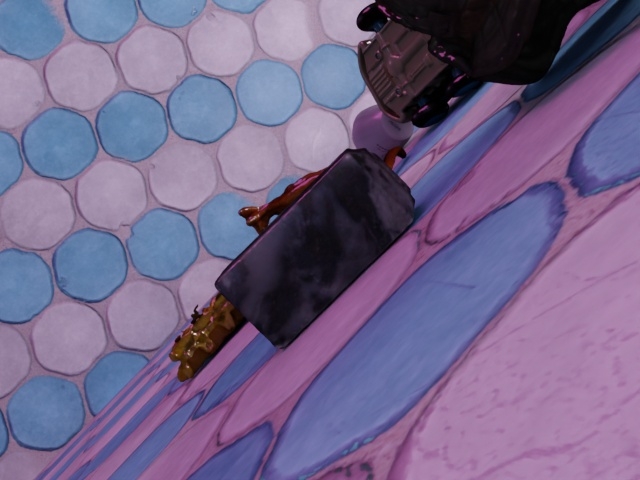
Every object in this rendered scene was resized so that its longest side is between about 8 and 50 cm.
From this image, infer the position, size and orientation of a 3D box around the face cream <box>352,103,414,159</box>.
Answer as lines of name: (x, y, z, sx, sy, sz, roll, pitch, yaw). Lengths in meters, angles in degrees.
face cream: (0.104, -0.184, 1.481, 0.091, 0.091, 0.095, -48, 13, -27)

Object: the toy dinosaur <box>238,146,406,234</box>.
toy dinosaur: (0.010, -0.049, 1.104, 0.208, 0.097, 0.432, -30, 11, 10)

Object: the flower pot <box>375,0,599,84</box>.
flower pot: (0.174, -0.286, 0.781, 0.302, 0.213, 0.302, -41, -13, -12)

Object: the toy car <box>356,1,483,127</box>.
toy car: (0.192, -0.299, 1.322, 0.198, 0.204, 0.248, -21, -12, -34)

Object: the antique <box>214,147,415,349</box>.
antique: (0.000, 0.000, 0.807, 0.183, 0.086, 0.088, -45, 5, 6)

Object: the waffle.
waffle: (-0.095, 0.059, 1.253, 0.293, 0.069, 0.260, -41, 7, 32)
